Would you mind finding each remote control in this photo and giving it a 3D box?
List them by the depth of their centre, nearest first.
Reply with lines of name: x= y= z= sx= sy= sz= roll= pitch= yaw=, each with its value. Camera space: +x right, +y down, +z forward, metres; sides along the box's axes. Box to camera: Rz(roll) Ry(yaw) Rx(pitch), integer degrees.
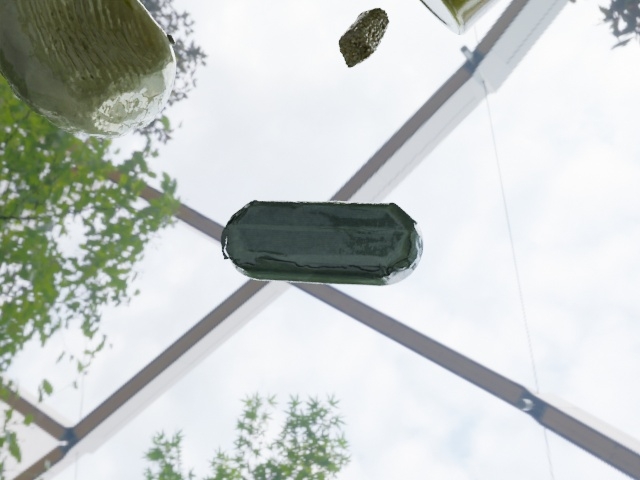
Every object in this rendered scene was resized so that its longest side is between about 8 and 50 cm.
remote control: x=0.000 y=0.000 z=0.740 sx=0.247 sy=0.052 sz=0.104 roll=1 pitch=-109 yaw=12

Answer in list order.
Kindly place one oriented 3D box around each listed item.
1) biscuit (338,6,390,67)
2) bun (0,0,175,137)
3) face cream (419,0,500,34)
biscuit: x=0.090 y=-0.432 z=1.282 sx=0.082 sy=0.070 sz=0.168 roll=-12 pitch=-145 yaw=34
bun: x=-0.335 y=-0.251 z=0.856 sx=0.160 sy=0.259 sz=0.259 roll=-33 pitch=-122 yaw=44
face cream: x=0.204 y=-0.442 z=0.887 sx=0.179 sy=0.218 sz=0.218 roll=-42 pitch=-124 yaw=14
